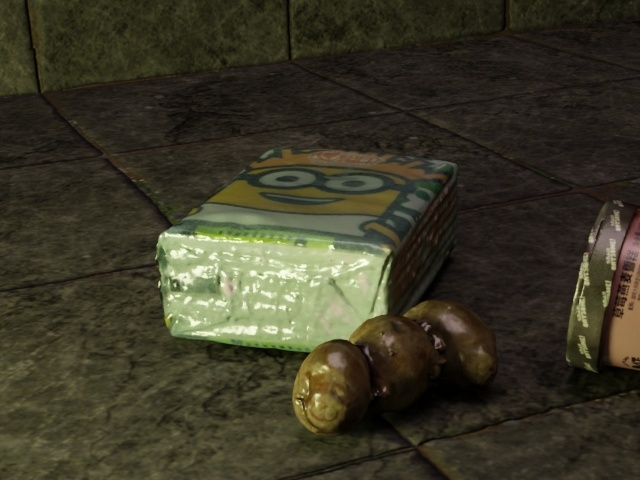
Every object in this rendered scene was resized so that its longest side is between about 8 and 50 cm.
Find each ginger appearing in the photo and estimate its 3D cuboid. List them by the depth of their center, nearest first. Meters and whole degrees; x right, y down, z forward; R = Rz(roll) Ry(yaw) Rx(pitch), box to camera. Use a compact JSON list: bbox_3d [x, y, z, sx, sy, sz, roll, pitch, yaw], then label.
[{"bbox_3d":[0.060,0.104,1.040,0.204,0.080,0.104,-14,28,-34],"label":"ginger"}]

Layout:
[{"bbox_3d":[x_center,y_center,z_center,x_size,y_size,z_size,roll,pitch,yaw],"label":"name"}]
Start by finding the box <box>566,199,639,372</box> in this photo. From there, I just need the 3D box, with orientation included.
[{"bbox_3d":[0.296,0.051,1.070,0.135,0.151,0.151,13,24,19],"label":"box"}]

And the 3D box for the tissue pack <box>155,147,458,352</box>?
[{"bbox_3d":[0.000,0.000,1.267,0.228,0.128,0.311,5,21,17],"label":"tissue pack"}]
